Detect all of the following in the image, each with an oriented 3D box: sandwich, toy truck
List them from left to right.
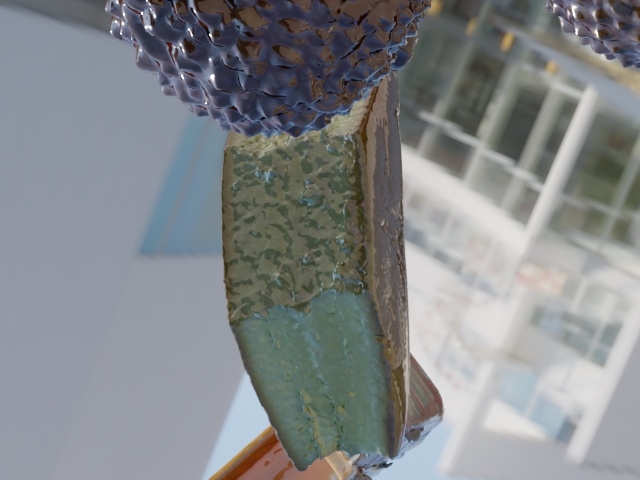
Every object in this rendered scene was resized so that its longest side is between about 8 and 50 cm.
[{"bbox_3d":[-0.008,0.215,1.763,0.114,0.270,0.135,53,-154,13],"label":"toy truck"},{"bbox_3d":[0.000,0.000,1.043,0.094,0.258,0.096,-9,166,19],"label":"sandwich"}]

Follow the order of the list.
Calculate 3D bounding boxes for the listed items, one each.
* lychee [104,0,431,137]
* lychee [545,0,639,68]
[{"bbox_3d":[-0.022,-0.101,0.596,0.129,0.123,0.123,29,-168,4],"label":"lychee"},{"bbox_3d":[0.215,-0.198,1.128,0.188,0.188,0.188,21,-169,-4],"label":"lychee"}]
